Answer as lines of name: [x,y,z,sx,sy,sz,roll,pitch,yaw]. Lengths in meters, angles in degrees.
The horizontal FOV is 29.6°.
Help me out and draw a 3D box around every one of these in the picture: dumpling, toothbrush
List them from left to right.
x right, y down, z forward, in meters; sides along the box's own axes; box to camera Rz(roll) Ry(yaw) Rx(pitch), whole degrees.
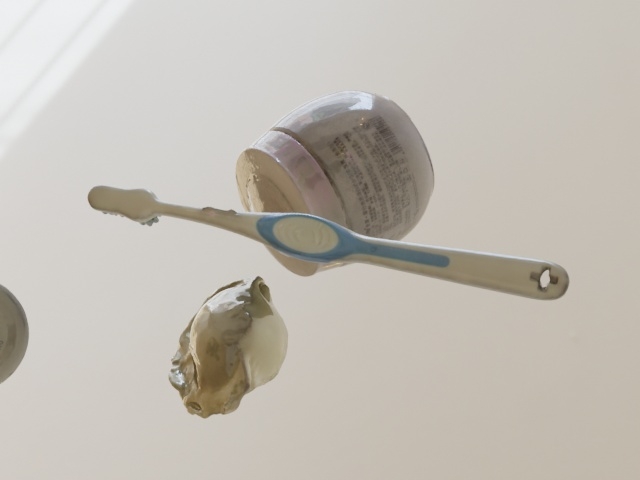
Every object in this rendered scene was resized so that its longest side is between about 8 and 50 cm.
dumpling: [-0.146,0.161,1.839,0.147,0.193,0.258,45,39,-36]
toothbrush: [-0.001,-0.001,0.942,0.040,0.386,0.040,10,90,-77]

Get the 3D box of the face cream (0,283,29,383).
face cream: [-0.338,0.097,1.112,0.251,0.101,0.101,156,-67,-65]

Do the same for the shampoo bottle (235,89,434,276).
shampoo bottle: [0.022,-0.094,1.961,0.273,0.266,0.273,45,-29,34]
